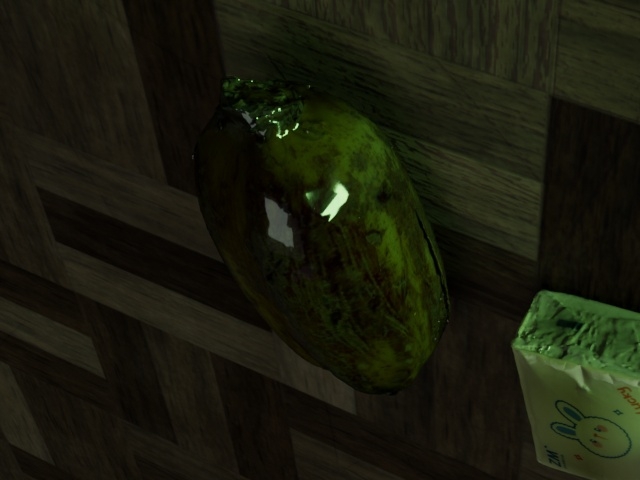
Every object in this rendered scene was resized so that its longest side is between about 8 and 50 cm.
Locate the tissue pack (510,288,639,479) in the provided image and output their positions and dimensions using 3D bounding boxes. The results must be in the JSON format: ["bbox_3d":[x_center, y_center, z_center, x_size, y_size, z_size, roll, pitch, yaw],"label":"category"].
[{"bbox_3d":[0.274,0.152,1.308,0.148,0.092,0.196,13,143,31],"label":"tissue pack"}]

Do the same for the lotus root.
[{"bbox_3d":[0.000,0.000,1.274,0.196,0.179,0.397,9,141,32],"label":"lotus root"}]
